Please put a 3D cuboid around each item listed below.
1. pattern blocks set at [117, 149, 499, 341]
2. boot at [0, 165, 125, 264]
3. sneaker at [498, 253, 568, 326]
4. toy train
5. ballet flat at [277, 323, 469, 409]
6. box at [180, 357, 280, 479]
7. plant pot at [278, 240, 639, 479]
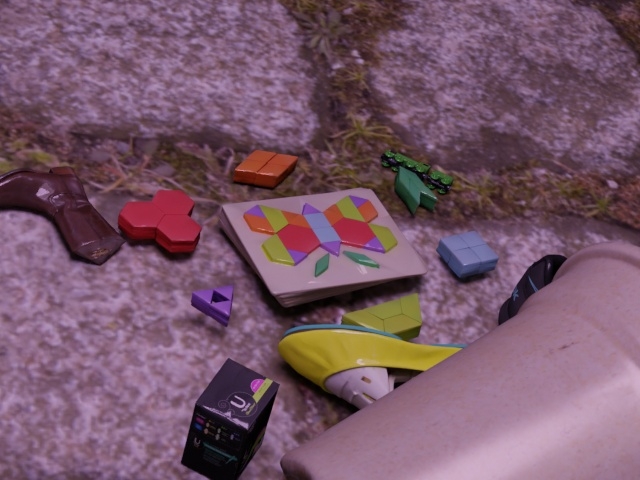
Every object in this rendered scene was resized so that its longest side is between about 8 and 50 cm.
[{"bbox_3d":[0.000,0.000,1.487,0.325,0.026,0.285,-20,50,-37],"label":"pattern blocks set"},{"bbox_3d":[-0.253,-0.019,1.444,0.106,0.037,0.114,-16,56,-32],"label":"boot"},{"bbox_3d":[0.284,0.115,1.414,0.267,0.106,0.101,35,45,17],"label":"sneaker"},{"bbox_3d":[0.103,-0.075,1.620,0.083,0.017,0.023,27,34,12],"label":"toy train"},{"bbox_3d":[0.076,0.126,1.367,0.231,0.077,0.077,7,56,-12],"label":"ballet flat"},{"bbox_3d":[-0.076,0.153,1.280,0.052,0.083,0.062,26,43,10],"label":"box"},{"bbox_3d":[0.144,0.206,1.154,0.306,0.333,0.334,-21,53,-19],"label":"plant pot"}]
